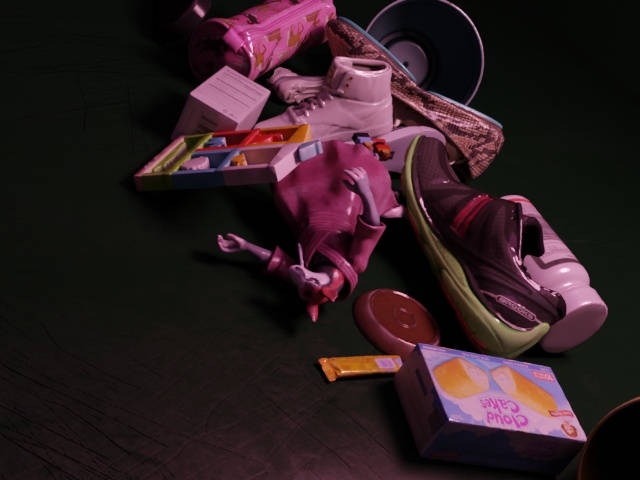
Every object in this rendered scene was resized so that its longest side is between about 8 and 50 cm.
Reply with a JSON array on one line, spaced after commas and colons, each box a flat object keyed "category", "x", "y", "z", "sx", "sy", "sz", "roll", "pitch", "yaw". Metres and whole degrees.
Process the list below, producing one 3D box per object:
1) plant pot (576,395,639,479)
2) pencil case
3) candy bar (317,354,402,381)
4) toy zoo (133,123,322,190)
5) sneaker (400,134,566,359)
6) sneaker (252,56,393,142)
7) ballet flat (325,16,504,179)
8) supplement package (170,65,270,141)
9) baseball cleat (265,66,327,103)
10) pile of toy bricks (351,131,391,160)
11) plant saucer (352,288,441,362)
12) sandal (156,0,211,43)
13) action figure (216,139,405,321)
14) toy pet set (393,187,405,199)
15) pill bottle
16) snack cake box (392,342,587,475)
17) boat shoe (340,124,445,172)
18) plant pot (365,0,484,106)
[{"category": "plant pot", "x": 0.552, "y": 0.339, "z": 1.402, "sx": 0.274, "sy": 0.275, "sz": 0.293, "roll": 41, "pitch": 17, "yaw": 16}, {"category": "pencil case", "x": -0.116, "y": -0.435, "z": 1.942, "sx": 0.160, "sy": 0.167, "sz": 0.386, "roll": 22, "pitch": 37, "yaw": 21}, {"category": "candy bar", "x": 0.068, "y": 0.192, "z": 1.393, "sx": 0.161, "sy": 0.018, "sz": 0.040, "roll": 3, "pitch": 44, "yaw": -38}, {"category": "toy zoo", "x": -0.136, "y": -0.139, "z": 1.509, "sx": 0.293, "sy": 0.030, "sz": 0.192, "roll": -3, "pitch": 26, "yaw": 18}, {"category": "sneaker", "x": 0.286, "y": -0.005, "z": 1.647, "sx": 0.185, "sy": 0.202, "sz": 0.483, "roll": 62, "pitch": 5, "yaw": -55}, {"category": "sneaker", "x": 0.001, "y": -0.271, "z": 1.766, "sx": 0.292, "sy": 0.169, "sz": 0.108, "roll": -14, "pitch": 40, "yaw": -15}, {"category": "ballet flat", "x": 0.182, "y": -0.288, "z": 2.012, "sx": 0.482, "sy": 0.182, "sz": 0.164, "roll": 32, "pitch": -5, "yaw": -14}, {"category": "supplement package", "x": -0.182, "y": -0.232, "z": 1.696, "sx": 0.105, "sy": 0.105, "sz": 0.179, "roll": 30, "pitch": 31, "yaw": 1}, {"category": "baseball cleat", "x": -0.034, "y": -0.348, "z": 2.024, "sx": 0.109, "sy": 0.072, "sz": 0.205, "roll": 40, "pitch": 28, "yaw": 27}, {"category": "pile of toy bricks", "x": 0.053, "y": -0.127, "z": 1.735, "sx": 0.212, "sy": 0.118, "sz": 0.105, "roll": -3, "pitch": 47, "yaw": -31}, {"category": "plant saucer", "x": 0.134, "y": 0.136, "z": 1.520, "sx": 0.168, "sy": 0.029, "sz": 0.168, "roll": 22, "pitch": 33, "yaw": -15}, {"category": "sandal", "x": -0.284, "y": -0.561, "z": 2.065, "sx": 0.107, "sy": 0.167, "sz": 0.446, "roll": 42, "pitch": 30, "yaw": -33}, {"category": "action figure", "x": 0.000, "y": 0.000, "z": 1.513, "sx": 0.370, "sy": 0.248, "sz": 0.276, "roll": -88, "pitch": 156, "yaw": -44}, {"category": "toy pet set", "x": 0.171, "y": -0.082, "z": 1.854, "sx": 0.122, "sy": 0.065, "sz": 0.114, "roll": 32, "pitch": 66, "yaw": 7}, {"category": "pill bottle", "x": 0.399, "y": 0.063, "z": 1.723, "sx": 0.161, "sy": 0.161, "sz": 0.283, "roll": 5, "pitch": 40, "yaw": -36}, {"category": "snack cake box", "x": 0.256, "y": 0.258, "z": 1.393, "sx": 0.264, "sy": 0.089, "sz": 0.152, "roll": 13, "pitch": 35, "yaw": -27}, {"category": "boat shoe", "x": 0.122, "y": -0.197, "z": 1.908, "sx": 0.306, "sy": 0.113, "sz": 0.105, "roll": -15, "pitch": 46, "yaw": -31}, {"category": "plant pot", "x": 0.217, "y": -0.421, "z": 2.181, "sx": 0.293, "sy": 0.293, "sz": 0.196, "roll": 25, "pitch": 5, "yaw": -11}]
